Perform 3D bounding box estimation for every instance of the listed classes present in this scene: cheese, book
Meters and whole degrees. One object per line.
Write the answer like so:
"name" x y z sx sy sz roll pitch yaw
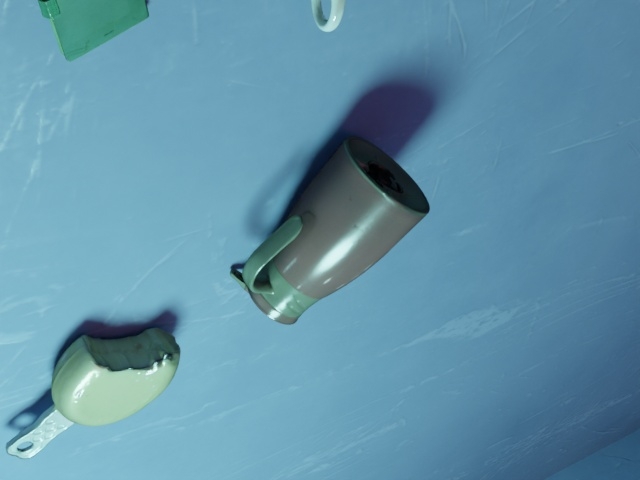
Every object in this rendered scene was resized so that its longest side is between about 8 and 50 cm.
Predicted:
"cheese" -0.312 0.221 1.082 0.163 0.071 0.249 19 116 -46
"book" -0.210 -0.234 0.702 0.103 0.017 0.135 -39 157 -22

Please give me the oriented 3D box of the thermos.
"thermos" 0.000 0.000 1.052 0.265 0.146 0.176 -47 148 21

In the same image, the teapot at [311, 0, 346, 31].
"teapot" 0.021 -0.320 0.774 0.145 0.092 0.226 -12 137 -26
